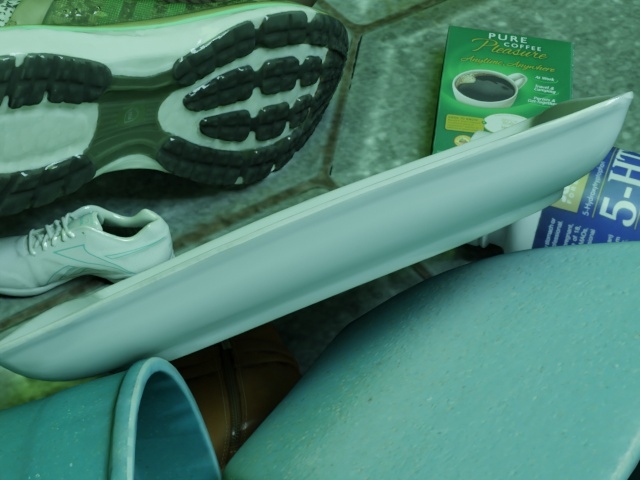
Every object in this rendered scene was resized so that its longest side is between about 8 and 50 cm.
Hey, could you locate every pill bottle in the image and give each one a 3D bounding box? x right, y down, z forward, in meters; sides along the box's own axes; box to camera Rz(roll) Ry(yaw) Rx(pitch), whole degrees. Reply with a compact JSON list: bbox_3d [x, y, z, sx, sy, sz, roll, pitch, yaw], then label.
[{"bbox_3d":[0.193,-0.016,1.020,0.186,0.112,0.112,16,46,13],"label":"pill bottle"}]

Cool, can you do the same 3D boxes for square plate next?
[{"bbox_3d":[0.000,0.000,0.838,0.347,0.049,0.344,-22,3,2],"label":"square plate"}]

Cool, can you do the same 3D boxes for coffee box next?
[{"bbox_3d":[0.151,-0.104,1.156,0.113,0.040,0.184,7,45,3],"label":"coffee box"}]

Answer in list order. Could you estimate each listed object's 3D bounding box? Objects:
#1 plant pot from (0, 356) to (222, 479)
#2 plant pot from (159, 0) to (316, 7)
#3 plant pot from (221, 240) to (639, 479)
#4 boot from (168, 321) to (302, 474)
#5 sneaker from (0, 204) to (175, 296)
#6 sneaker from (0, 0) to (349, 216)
[{"bbox_3d":[-0.175,0.213,0.676,0.255,0.272,0.272,-12,45,4],"label":"plant pot"},{"bbox_3d":[-0.125,-0.241,1.196,0.237,0.237,0.110,42,97,32],"label":"plant pot"},{"bbox_3d":[0.096,0.152,0.755,0.252,0.247,0.248,6,39,37],"label":"plant pot"},{"bbox_3d":[-0.094,0.120,0.898,0.197,0.073,0.152,-3,44,-22],"label":"boot"},{"bbox_3d":[-0.182,0.002,1.017,0.152,0.061,0.054,-5,47,-6],"label":"sneaker"},{"bbox_3d":[-0.153,-0.142,1.043,0.410,0.158,0.182,-9,42,-42],"label":"sneaker"}]
